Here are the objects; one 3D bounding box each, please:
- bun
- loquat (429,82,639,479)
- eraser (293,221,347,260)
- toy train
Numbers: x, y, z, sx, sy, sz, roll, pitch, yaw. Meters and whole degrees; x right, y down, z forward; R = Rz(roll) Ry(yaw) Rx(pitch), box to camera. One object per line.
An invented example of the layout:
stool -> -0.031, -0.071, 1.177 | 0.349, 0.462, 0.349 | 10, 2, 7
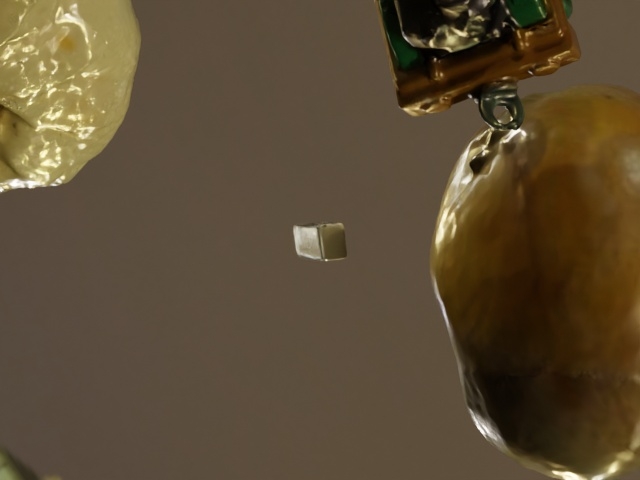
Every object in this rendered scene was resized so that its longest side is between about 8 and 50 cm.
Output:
bun -> -0.200, -0.099, 0.708 | 0.222, 0.127, 0.222 | 10, -44, 10
loquat -> 0.151, 0.024, 0.792 | 0.179, 0.179, 0.227 | 150, -60, -63
eraser -> 0.000, 0.000, 0.987 | 0.099, 0.019, 0.027 | -177, -102, -77
toy train -> 0.052, -0.162, 0.653 | 0.136, 0.091, 0.227 | 24, 52, -64
